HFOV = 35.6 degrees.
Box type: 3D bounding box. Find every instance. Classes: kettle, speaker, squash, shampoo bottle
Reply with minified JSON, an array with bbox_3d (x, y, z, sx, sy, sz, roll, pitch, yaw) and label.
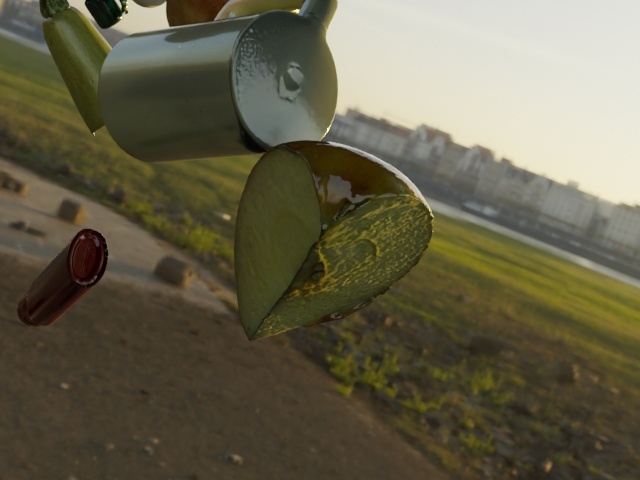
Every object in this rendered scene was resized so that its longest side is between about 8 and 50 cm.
[{"bbox_3d":[-0.132,-0.231,1.448,0.318,0.205,0.265,2,29,47],"label":"kettle"},{"bbox_3d":[-0.440,-0.481,2.056,0.075,0.060,0.094,56,-24,-20],"label":"speaker"},{"bbox_3d":[-0.442,-0.348,1.852,0.287,0.137,0.137,59,3,-4],"label":"squash"},{"bbox_3d":[-0.424,0.073,1.615,0.064,0.102,0.260,21,-33,-27],"label":"shampoo bottle"}]

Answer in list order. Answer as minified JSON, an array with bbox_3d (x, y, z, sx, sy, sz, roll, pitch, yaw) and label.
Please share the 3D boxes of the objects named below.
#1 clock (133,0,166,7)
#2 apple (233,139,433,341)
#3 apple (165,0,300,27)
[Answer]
[{"bbox_3d":[-0.237,-0.436,1.457,0.093,0.162,0.166,36,22,-57],"label":"clock"},{"bbox_3d":[0.000,0.000,1.321,0.254,0.346,0.179,33,49,2],"label":"apple"},{"bbox_3d":[-0.155,-0.442,1.875,0.234,0.256,0.257,34,9,17],"label":"apple"}]
